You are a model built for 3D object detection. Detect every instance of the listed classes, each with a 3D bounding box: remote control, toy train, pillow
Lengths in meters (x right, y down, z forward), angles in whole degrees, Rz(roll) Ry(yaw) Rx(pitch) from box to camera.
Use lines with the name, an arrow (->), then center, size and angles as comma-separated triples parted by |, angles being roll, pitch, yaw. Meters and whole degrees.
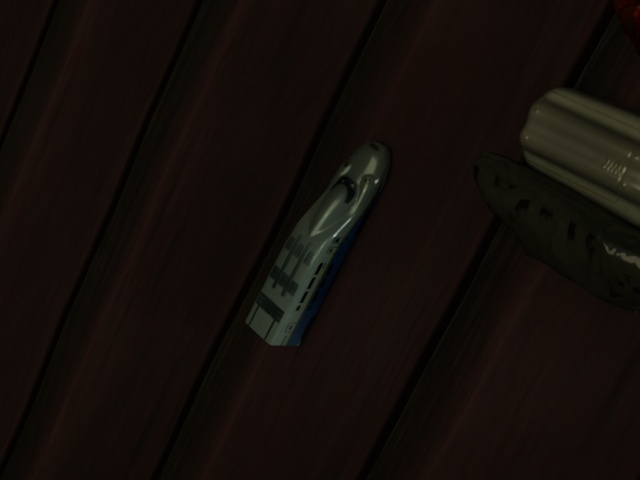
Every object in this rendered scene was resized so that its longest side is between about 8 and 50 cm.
remote control -> 0.272, -0.060, 1.165 | 0.230, 0.049, 0.090 | 31, 109, 37
toy train -> 0.000, 0.000, 1.397 | 0.052, 0.051, 0.234 | 40, 112, 32
pillow -> 0.224, 0.003, 1.193 | 0.241, 0.051, 0.093 | 33, 147, 38

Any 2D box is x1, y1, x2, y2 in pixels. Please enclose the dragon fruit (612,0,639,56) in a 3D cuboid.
dragon fruit -> 0.310, -0.219, 1.069 | 0.172, 0.172, 0.210 | 3, 89, 41
